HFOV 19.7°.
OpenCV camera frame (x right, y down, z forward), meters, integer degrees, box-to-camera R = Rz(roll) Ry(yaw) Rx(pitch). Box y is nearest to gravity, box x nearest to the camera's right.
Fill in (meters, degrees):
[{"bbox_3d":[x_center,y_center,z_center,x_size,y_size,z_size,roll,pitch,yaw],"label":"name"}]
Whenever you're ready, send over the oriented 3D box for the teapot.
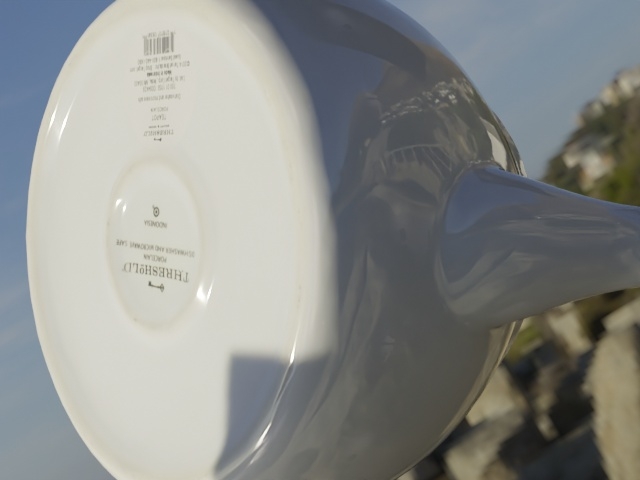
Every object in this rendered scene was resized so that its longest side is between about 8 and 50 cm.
[{"bbox_3d":[0.000,0.000,0.807,0.187,0.256,0.252,-2,-42,-40],"label":"teapot"}]
